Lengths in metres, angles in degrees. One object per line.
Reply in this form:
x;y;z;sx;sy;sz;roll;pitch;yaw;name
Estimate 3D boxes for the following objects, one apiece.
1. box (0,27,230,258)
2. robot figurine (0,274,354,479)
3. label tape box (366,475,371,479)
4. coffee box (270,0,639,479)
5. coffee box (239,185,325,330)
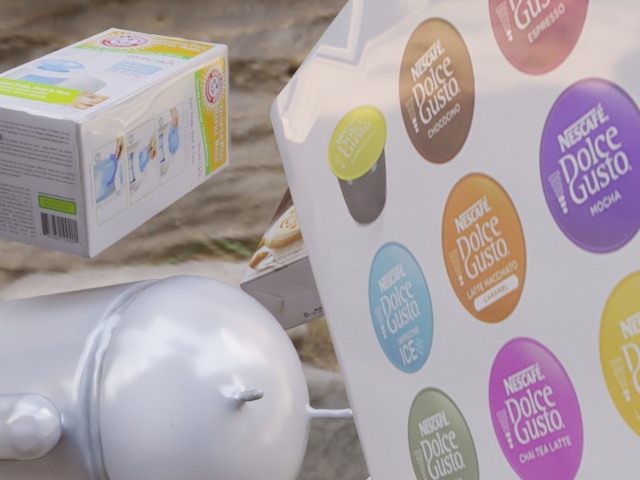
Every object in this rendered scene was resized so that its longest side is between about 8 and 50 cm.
-0.163;-0.080;0.893;0.114;0.103;0.203;12;27;23;box
-0.157;0.134;0.898;0.353;0.200;0.300;-8;-5;29;robot figurine
0.167;0.327;1.343;0.106;0.241;0.333;-1;34;50;label tape box
0.224;0.010;0.434;0.338;0.335;0.337;-7;-17;-27;coffee box
0.000;0.000;1.666;0.141;0.098;0.246;-22;26;29;coffee box
